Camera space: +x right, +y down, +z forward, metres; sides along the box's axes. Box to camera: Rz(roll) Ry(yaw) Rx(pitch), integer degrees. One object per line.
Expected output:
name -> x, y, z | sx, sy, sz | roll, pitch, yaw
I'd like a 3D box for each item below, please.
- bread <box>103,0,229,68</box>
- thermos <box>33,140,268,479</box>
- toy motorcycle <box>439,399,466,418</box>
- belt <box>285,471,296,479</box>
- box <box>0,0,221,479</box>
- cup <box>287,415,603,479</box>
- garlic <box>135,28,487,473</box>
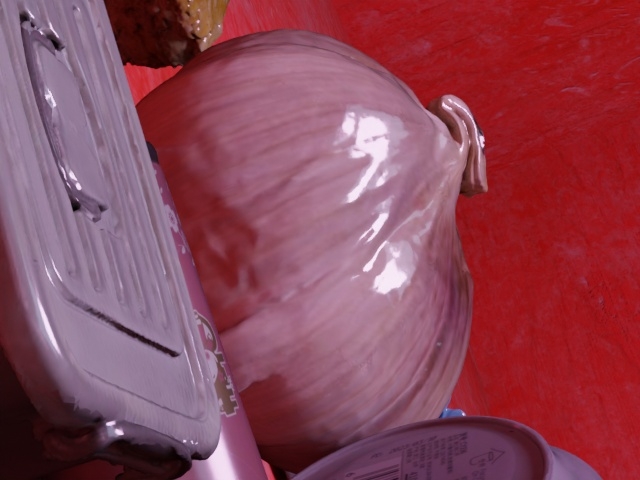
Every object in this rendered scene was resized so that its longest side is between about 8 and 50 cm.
bread -> -0.128, -0.231, 1.114 | 0.138, 0.102, 0.196 | -75, 158, -48
thermos -> -0.076, 0.126, 0.698 | 0.136, 0.110, 0.330 | 20, 50, -79
toy motorcycle -> 0.043, 0.152, 1.409 | 0.182, 0.123, 0.272 | 48, 5, 5
belt -> 0.023, 0.222, 1.225 | 0.087, 0.072, 0.302 | -8, 79, -81
box -> -0.143, -0.018, 0.553 | 0.163, 0.135, 0.243 | 42, 29, -70
cup -> 0.126, 0.271, 0.939 | 0.237, 0.323, 0.326 | 6, -58, 58
garlic -> -0.015, 0.007, 1.055 | 0.322, 0.241, 0.321 | 3, 90, -73
